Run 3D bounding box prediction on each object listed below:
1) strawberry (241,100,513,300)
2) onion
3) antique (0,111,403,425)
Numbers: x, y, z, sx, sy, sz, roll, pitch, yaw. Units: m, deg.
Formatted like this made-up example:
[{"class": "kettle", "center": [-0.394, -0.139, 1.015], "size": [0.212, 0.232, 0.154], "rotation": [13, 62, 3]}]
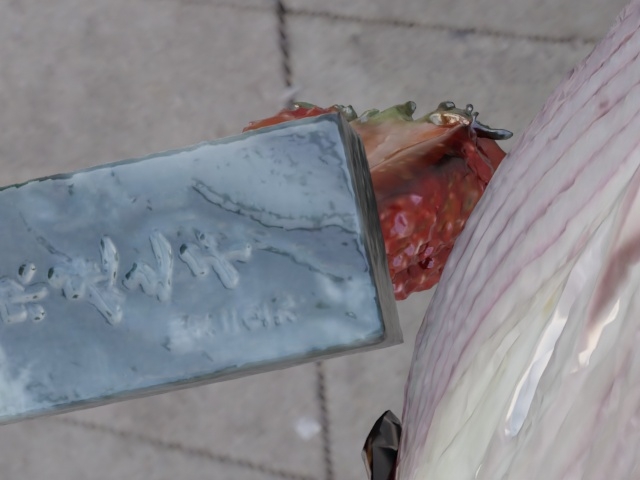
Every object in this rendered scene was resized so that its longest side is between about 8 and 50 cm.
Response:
[{"class": "strawberry", "center": [0.011, 0.002, 1.082], "size": [0.174, 0.228, 0.098], "rotation": [-2, 115, 25]}, {"class": "onion", "center": [0.130, 0.034, 0.465], "size": [0.159, 0.267, 0.349], "rotation": [21, 136, -10]}, {"class": "antique", "center": [-0.068, 0.016, 0.763], "size": [0.183, 0.086, 0.088], "rotation": [-13, 85, 6]}]
